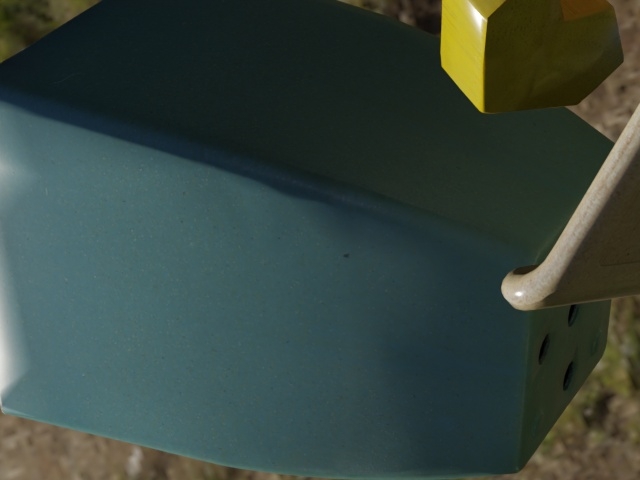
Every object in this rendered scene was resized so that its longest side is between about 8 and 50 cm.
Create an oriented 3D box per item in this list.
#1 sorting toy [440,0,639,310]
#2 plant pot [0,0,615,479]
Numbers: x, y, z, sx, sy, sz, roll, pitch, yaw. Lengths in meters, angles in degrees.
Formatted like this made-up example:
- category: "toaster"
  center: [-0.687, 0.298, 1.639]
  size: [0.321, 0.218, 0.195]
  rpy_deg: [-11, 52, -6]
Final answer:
- category: "sorting toy"
  center: [0.145, -0.059, 0.516]
  size: [0.041, 0.307, 0.229]
  rpy_deg: [52, 128, 29]
- category: "plant pot"
  center: [0.000, 0.000, 0.813]
  size: [0.234, 0.166, 0.165]
  rpy_deg: [16, 124, 24]
